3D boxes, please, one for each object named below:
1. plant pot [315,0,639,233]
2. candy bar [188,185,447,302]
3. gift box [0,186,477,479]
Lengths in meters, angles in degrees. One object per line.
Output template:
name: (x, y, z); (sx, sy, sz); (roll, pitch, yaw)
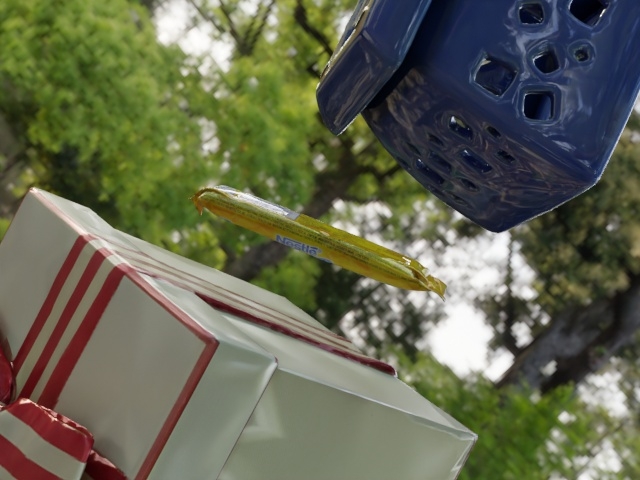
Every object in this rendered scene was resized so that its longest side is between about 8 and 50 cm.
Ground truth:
plant pot: (0.135, -0.165, 0.998); (0.212, 0.236, 0.236); (26, -14, -7)
candy bar: (0.000, 0.000, 0.713); (0.161, 0.018, 0.040); (21, 13, 6)
gift box: (-0.104, 0.151, 0.706); (0.258, 0.276, 0.255); (26, -1, -41)
